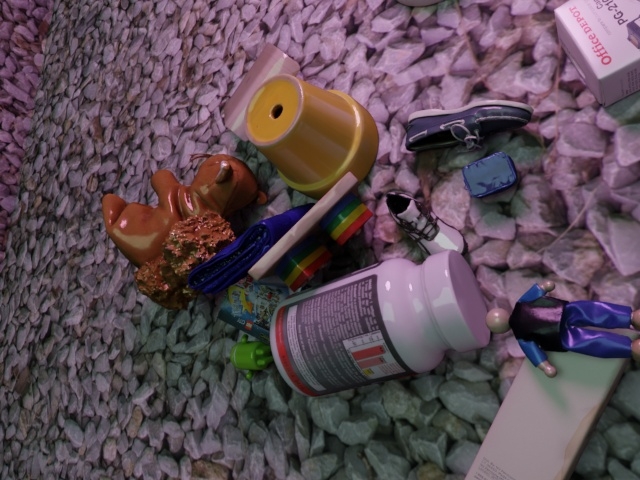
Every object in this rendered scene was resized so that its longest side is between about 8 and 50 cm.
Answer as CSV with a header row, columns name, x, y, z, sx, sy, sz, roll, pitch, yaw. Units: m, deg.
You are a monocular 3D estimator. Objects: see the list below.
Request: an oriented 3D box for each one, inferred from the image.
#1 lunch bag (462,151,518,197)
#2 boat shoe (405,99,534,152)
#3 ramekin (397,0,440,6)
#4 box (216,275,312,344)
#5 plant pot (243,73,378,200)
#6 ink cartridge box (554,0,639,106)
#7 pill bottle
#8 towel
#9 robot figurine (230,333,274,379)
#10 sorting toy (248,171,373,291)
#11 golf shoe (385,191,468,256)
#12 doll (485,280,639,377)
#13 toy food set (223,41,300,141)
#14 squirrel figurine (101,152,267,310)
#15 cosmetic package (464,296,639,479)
name,x,y,z,sx,sy,sz,roll,pitch,yaw
lunch bag,0.317,-0.119,0.869,0.098,0.065,0.067,-21,82,28
boat shoe,0.279,-0.218,0.902,0.254,0.095,0.079,5,79,37
ramekin,0.241,-0.690,1.030,0.277,0.135,0.277,-10,72,33
box,-0.142,0.154,1.132,0.233,0.044,0.159,17,87,37
plant pot,-0.033,-0.242,1.041,0.254,0.239,0.254,-9,73,32
ink cartridge box,0.540,-0.364,0.753,0.237,0.100,0.172,-28,62,26
pill bottle,0.103,0.154,0.855,0.363,0.210,0.210,-23,66,29
towel,-0.123,0.015,1.014,0.228,0.308,0.076,-33,90,23
robot figurine,-0.167,0.275,1.103,0.115,0.067,0.101,-8,93,33
sorting toy,0.000,0.000,0.937,0.257,0.255,0.089,-44,86,3
golf shoe,0.199,-0.028,0.911,0.198,0.094,0.077,42,102,34
doll,0.317,0.119,0.619,0.189,0.046,0.129,2,78,36
toy food set,-0.153,-0.389,1.206,0.219,0.092,0.306,-51,25,14
squirrel figurine,-0.310,-0.035,1.178,0.370,0.281,0.397,-31,49,8
cosmetic package,0.348,0.253,0.689,0.113,0.160,0.309,28,96,37
